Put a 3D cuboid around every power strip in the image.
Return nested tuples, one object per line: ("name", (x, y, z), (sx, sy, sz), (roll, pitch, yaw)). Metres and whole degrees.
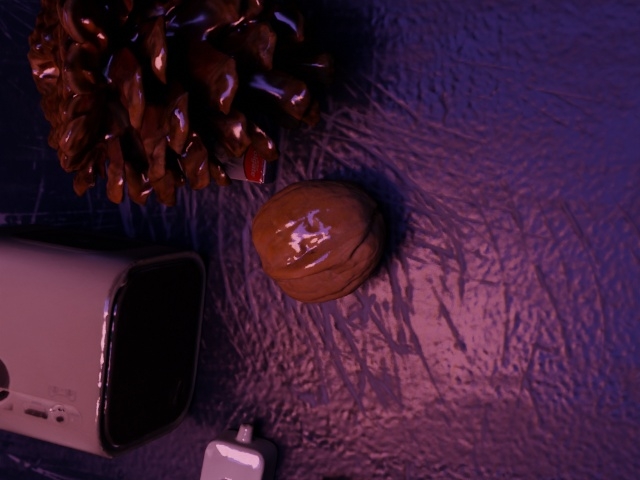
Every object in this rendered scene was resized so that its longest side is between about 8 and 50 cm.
("power strip", (-0.133, 0.427, 1.500), (0.091, 0.062, 0.385), (13, 100, 17))

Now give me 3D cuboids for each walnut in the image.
("walnut", (0.000, 0.000, 1.372), (0.166, 0.149, 0.167), (0, 114, 1))

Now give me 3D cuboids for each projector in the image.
("projector", (-0.316, 0.119, 1.445), (0.249, 0.248, 0.249), (9, 98, 20))

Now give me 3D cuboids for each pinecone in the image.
("pinecone", (-0.160, -0.220, 1.315), (0.384, 0.384, 0.385), (2, 95, 21))

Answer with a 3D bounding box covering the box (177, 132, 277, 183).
("box", (-0.164, -0.116, 1.478), (0.218, 0.039, 0.055), (9, 96, 20))
